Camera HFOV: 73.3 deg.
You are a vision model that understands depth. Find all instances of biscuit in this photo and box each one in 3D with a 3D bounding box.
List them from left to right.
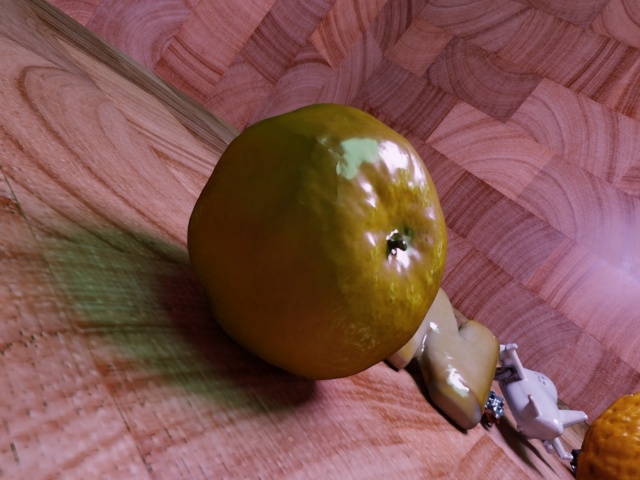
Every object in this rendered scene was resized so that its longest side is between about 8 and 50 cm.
[{"bbox_3d":[0.224,0.184,0.800,0.237,0.062,0.291,43,30,14],"label":"biscuit"}]

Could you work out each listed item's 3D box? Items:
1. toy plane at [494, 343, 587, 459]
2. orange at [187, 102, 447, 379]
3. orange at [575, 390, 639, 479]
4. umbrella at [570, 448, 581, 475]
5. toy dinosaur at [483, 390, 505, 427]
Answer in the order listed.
[{"bbox_3d":[0.426,0.319,0.853,0.244,0.117,0.244,58,12,-21],"label":"toy plane"},{"bbox_3d":[0.000,0.000,0.457,0.235,0.279,0.279,-1,-25,47],"label":"orange"},{"bbox_3d":[0.524,0.361,0.554,0.340,0.341,0.293,-77,142,-80],"label":"orange"},{"bbox_3d":[0.672,0.532,0.949,0.272,0.122,0.110,27,-9,-21],"label":"umbrella"},{"bbox_3d":[0.326,0.316,0.832,0.049,0.055,0.154,37,11,11],"label":"toy dinosaur"}]
